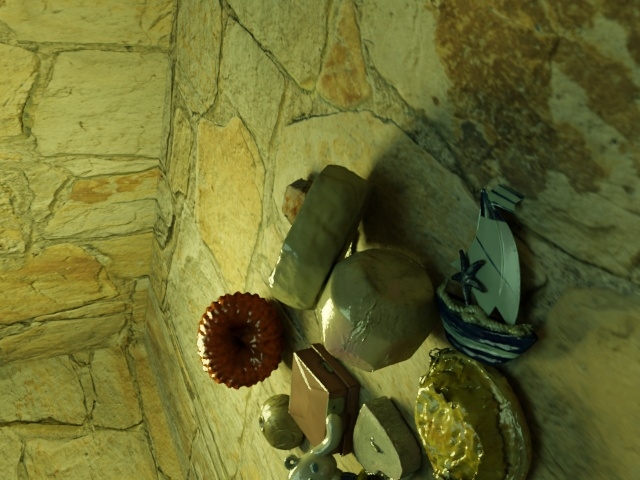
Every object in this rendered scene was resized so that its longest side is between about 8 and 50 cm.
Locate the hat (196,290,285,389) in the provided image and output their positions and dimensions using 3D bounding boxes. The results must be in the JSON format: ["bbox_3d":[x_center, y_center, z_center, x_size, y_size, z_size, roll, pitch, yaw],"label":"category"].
[{"bbox_3d":[-0.236,0.284,1.892,0.400,0.285,0.285,-103,9,-84],"label":"hat"}]

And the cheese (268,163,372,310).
[{"bbox_3d":[0.000,0.000,1.264,0.115,0.318,0.326,27,123,5],"label":"cheese"}]

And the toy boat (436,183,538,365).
[{"bbox_3d":[0.265,0.062,1.007,0.210,0.070,0.292,-16,78,57],"label":"toy boat"}]

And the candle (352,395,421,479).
[{"bbox_3d":[0.135,0.433,1.320,0.192,0.068,0.169,-17,84,60],"label":"candle"}]

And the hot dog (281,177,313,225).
[{"bbox_3d":[-0.021,-0.074,1.514,0.252,0.069,0.131,33,115,52],"label":"hot dog"}]

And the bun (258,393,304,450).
[{"bbox_3d":[-0.127,0.542,1.788,0.166,0.113,0.173,33,126,56],"label":"bun"}]

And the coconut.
[{"bbox_3d":[0.100,0.140,1.156,0.227,0.227,0.230,62,142,35],"label":"coconut"}]

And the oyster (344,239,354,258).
[{"bbox_3d":[0.061,0.016,1.424,0.054,0.019,0.083,29,126,43],"label":"oyster"}]

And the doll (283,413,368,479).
[{"bbox_3d":[0.036,0.573,1.434,0.242,0.159,0.311,18,91,22],"label":"doll"}]

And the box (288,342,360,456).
[{"bbox_3d":[0.004,0.412,1.546,0.215,0.086,0.215,38,129,53],"label":"box"}]

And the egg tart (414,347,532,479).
[{"bbox_3d":[0.239,0.321,1.060,0.291,0.107,0.291,19,112,59],"label":"egg tart"}]
